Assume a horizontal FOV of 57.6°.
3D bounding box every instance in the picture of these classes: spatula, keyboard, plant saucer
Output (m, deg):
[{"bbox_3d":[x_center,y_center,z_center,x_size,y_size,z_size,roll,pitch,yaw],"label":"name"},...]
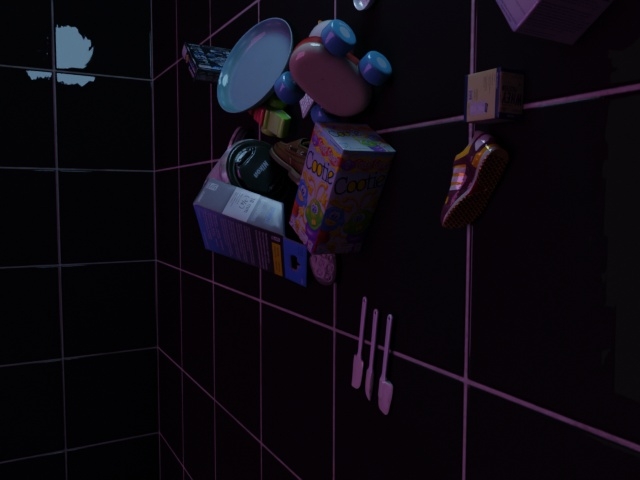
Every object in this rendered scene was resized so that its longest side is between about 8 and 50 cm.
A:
[{"bbox_3d":[0.127,0.268,1.375,0.168,0.019,0.242,-149,63,-63],"label":"spatula"},{"bbox_3d":[-0.002,-0.437,1.560,0.256,0.014,0.072,-50,49,50],"label":"keyboard"},{"bbox_3d":[-0.191,-0.519,1.754,0.317,0.043,0.318,-19,59,36],"label":"plant saucer"}]

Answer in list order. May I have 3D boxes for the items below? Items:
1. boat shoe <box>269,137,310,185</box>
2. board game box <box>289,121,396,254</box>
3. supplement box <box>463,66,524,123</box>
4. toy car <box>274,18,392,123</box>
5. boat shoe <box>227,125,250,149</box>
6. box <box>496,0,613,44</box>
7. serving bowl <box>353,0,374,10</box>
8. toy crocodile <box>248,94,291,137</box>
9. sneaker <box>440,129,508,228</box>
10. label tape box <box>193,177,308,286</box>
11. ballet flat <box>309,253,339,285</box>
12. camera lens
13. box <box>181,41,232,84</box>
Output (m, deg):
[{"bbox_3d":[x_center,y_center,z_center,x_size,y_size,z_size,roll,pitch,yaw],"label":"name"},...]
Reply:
[{"bbox_3d":[-0.045,-0.220,1.581,0.104,0.110,0.307,-55,35,10],"label":"boat shoe"},{"bbox_3d":[0.045,-0.120,1.363,0.142,0.144,0.275,53,137,45],"label":"board game box"},{"bbox_3d":[0.294,-0.244,0.991,0.083,0.056,0.083,10,100,61],"label":"supplement box"},{"bbox_3d":[0.039,-0.428,1.367,0.219,0.210,0.238,-36,31,42],"label":"toy car"},{"bbox_3d":[-0.272,-0.230,2.015,0.099,0.116,0.320,15,102,15],"label":"boat shoe"},{"bbox_3d":[0.345,-0.360,0.820,0.137,0.126,0.072,-52,46,49],"label":"box"},{"bbox_3d":[0.108,-0.571,1.337,0.083,0.027,0.083,10,101,61],"label":"serving bowl"},{"bbox_3d":[-0.181,-0.415,1.792,0.341,0.105,0.115,56,138,43],"label":"toy crocodile"},{"bbox_3d":[0.267,-0.107,1.052,0.186,0.069,0.084,-62,31,33],"label":"sneaker"},{"bbox_3d":[-0.171,-0.019,1.634,0.241,0.333,0.106,94,-161,-60],"label":"label tape box"},{"bbox_3d":[0.000,0.000,1.553,0.084,0.058,0.250,-23,74,21],"label":"ballet flat"},{"bbox_3d":[-0.231,-0.165,1.782,0.274,0.219,0.220,-33,64,58],"label":"camera lens"},{"bbox_3d":[-0.334,-0.582,1.940,0.175,0.220,0.051,62,139,37],"label":"box"}]
